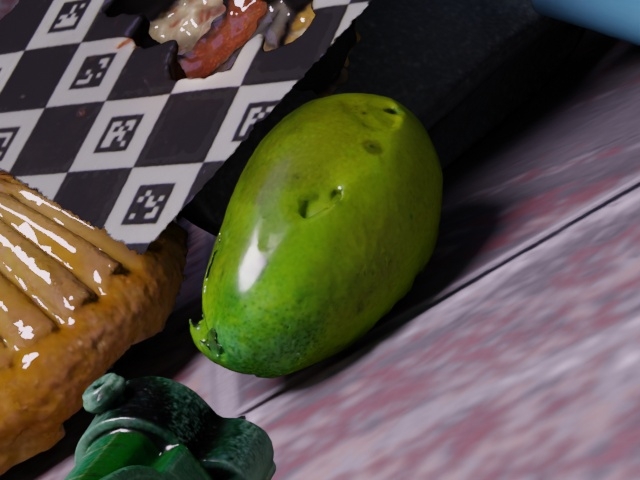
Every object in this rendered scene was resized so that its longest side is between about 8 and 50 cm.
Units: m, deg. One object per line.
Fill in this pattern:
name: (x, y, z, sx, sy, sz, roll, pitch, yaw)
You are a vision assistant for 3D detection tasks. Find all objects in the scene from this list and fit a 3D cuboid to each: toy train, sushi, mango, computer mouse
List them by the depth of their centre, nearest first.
toy train: (-0.060, 0.109, 0.478, 0.071, 0.104, 0.178, -29, 11, 26)
mango: (0.001, 0.000, 0.788, 0.178, 0.100, 0.119, -56, -11, -46)
sushi: (-0.077, -0.116, 0.935, 0.264, 0.050, 0.290, -49, 40, -9)
computer mouse: (0.044, -0.133, 1.027, 0.203, 0.114, 0.374, 18, 46, 31)

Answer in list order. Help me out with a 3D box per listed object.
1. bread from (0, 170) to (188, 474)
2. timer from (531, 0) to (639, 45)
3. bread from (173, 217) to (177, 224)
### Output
bread: (-0.202, 0.050, 0.949, 0.274, 0.149, 0.274, -36, 9, 7)
timer: (0.217, -0.254, 0.982, 0.091, 0.232, 0.250, 18, 28, 12)
bread: (-0.209, -0.008, 1.220, 0.156, 0.158, 0.260, -33, 8, 43)
